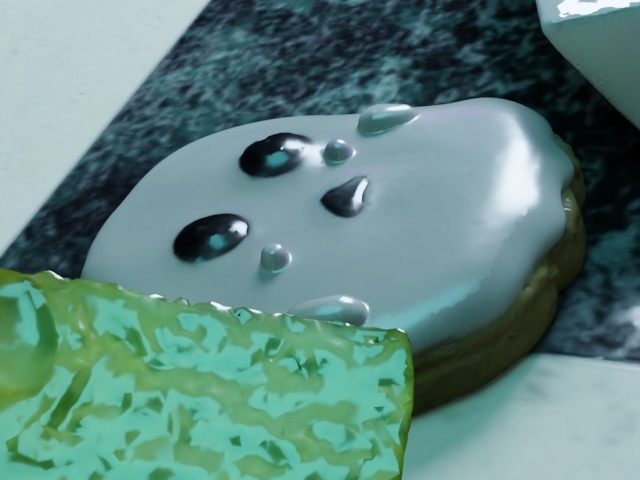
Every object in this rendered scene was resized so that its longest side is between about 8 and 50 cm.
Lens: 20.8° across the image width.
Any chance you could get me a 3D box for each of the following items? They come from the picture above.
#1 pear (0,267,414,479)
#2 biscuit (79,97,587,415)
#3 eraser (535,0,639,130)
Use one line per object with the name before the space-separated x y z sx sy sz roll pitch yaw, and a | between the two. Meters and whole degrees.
pear | -0.131 0.125 0.504 0.288 0.139 0.239 10 48 10
biscuit | 0.000 0.000 0.695 0.208 0.049 0.181 -1 37 16
eraser | 0.191 -0.194 0.850 0.213 0.082 0.397 -12 36 6
